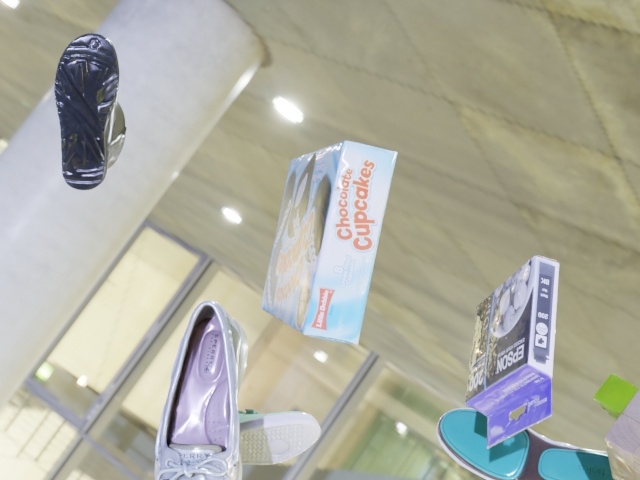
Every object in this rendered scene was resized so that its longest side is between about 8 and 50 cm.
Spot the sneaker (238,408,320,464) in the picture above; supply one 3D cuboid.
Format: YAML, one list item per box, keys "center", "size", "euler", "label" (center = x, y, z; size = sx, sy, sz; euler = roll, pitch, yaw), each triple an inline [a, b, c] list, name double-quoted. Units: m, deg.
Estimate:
- center: [-0.125, 0.268, 1.670]
  size: [0.151, 0.255, 0.094]
  euler: [-91, -17, -50]
  label: "sneaker"

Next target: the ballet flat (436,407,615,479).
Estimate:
- center: [0.425, 0.449, 2.185]
  size: [0.400, 0.139, 0.139]
  euler: [13, 162, 22]
  label: "ballet flat"

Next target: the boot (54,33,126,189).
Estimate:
- center: [-0.362, -0.214, 1.736]
  size: [0.094, 0.247, 0.207]
  euler: [4, -164, -6]
  label: "boot"

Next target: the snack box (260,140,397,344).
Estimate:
- center: [0.000, 0.000, 1.164]
  size: [0.060, 0.187, 0.322]
  euler: [12, 178, -10]
  label: "snack box"

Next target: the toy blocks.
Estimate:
- center: [0.577, 0.379, 1.596]
  size: [0.381, 0.191, 0.261]
  euler: [29, 160, 35]
  label: "toy blocks"

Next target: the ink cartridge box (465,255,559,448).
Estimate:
- center: [0.251, 0.153, 1.445]
  size: [0.045, 0.208, 0.206]
  euler: [13, 155, -10]
  label: "ink cartridge box"

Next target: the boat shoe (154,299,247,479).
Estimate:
- center: [-0.159, 0.241, 1.432]
  size: [0.118, 0.320, 0.103]
  euler: [5, 158, 9]
  label: "boat shoe"
